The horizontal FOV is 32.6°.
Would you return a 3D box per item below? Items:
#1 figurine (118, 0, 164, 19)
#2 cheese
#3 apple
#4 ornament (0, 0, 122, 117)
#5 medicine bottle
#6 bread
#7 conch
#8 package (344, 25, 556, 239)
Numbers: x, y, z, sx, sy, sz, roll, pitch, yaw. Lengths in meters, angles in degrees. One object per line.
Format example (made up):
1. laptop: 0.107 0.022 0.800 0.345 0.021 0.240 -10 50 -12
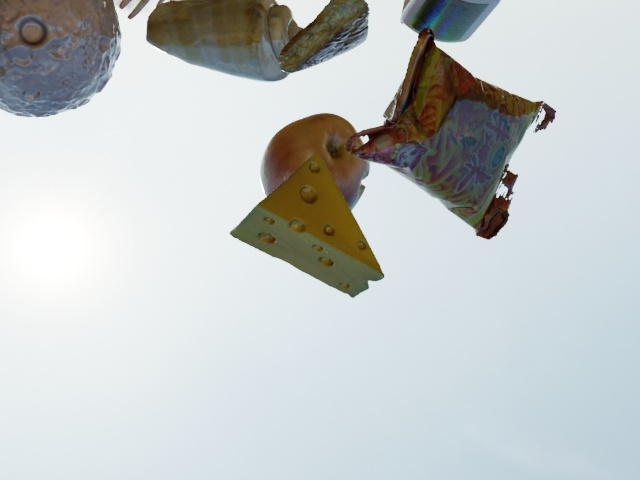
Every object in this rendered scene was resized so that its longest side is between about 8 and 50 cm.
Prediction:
1. figurine: -0.161 -0.484 1.755 0.315 0.284 0.206 16 162 -6
2. cheese: 0.000 0.000 1.356 0.126 0.171 0.093 -45 -177 -36
3. apple: -0.005 -0.122 1.813 0.199 0.199 0.199 -7 -160 3
4. ornament: -0.409 -0.309 1.605 0.225 0.259 0.259 -14 -160 -4
5. medicine bottle: 0.199 -0.363 1.574 0.115 0.078 0.219 17 162 -9
6. bread: 0.025 -0.289 1.512 0.154 0.054 0.136 -34 170 28
7. conch: -0.137 -0.321 1.643 0.255 0.158 0.127 4 162 -4
8. package: 0.190 -0.160 1.573 0.288 0.223 0.108 30 180 -30
